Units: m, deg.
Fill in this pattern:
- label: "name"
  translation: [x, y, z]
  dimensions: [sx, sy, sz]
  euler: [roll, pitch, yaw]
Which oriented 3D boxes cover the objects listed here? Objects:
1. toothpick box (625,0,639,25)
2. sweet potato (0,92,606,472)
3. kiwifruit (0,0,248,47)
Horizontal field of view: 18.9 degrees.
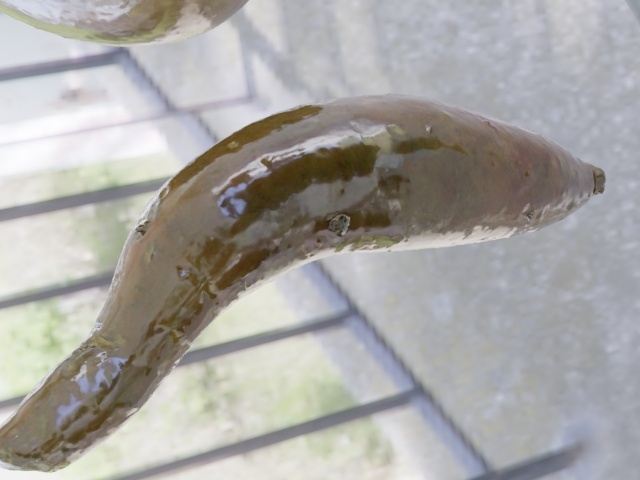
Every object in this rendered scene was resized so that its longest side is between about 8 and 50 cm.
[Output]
- label: "toothpick box"
  translation: [0.149, -0.156, 0.511]
  dimensions: [0.229, 0.229, 0.316]
  euler: [-23, 101, 53]
- label: "sweet potato"
  translation: [-0.005, -0.005, 0.868]
  dimensions: [0.079, 0.346, 0.108]
  euler: [16, 126, 59]
- label: "kiwifruit"
  translation: [-0.129, -0.205, 1.018]
  dimensions: [0.234, 0.196, 0.196]
  euler: [25, 123, 17]
